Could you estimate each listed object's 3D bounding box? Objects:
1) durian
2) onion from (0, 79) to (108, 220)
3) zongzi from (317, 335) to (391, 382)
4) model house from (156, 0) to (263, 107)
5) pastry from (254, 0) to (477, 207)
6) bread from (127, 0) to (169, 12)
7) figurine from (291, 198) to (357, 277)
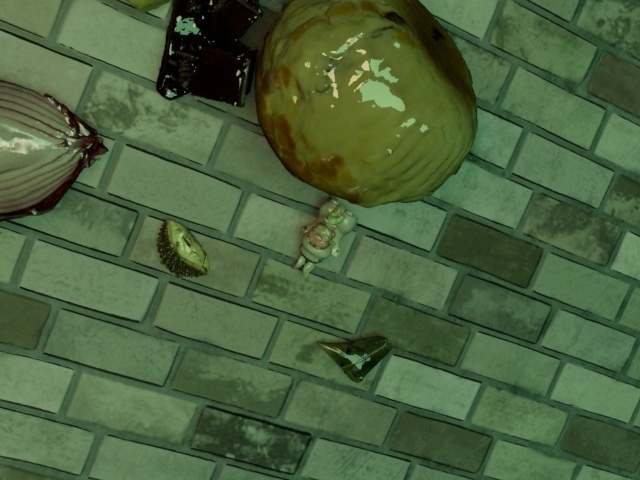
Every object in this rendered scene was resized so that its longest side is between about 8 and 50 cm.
[{"bbox_3d":[-0.243,0.022,1.644,0.130,0.052,0.066,56,44,-26],"label":"durian"},{"bbox_3d":[-0.473,-0.129,1.460,0.284,0.120,0.227,-2,76,-31],"label":"onion"},{"bbox_3d":[0.066,0.197,1.791,0.104,0.052,0.113,-45,101,-11],"label":"zongzi"},{"bbox_3d":[-0.169,-0.313,1.505,0.141,0.164,0.203,2,102,-25],"label":"model house"},{"bbox_3d":[0.060,-0.225,1.506,0.313,0.388,0.388,-35,118,29],"label":"pastry"},{"bbox_3d":[-0.240,-0.513,1.433,0.263,0.198,0.236,-32,74,7],"label":"bread"},{"bbox_3d":[-0.007,-0.007,1.688,0.146,0.081,0.098,-51,150,0],"label":"figurine"}]
